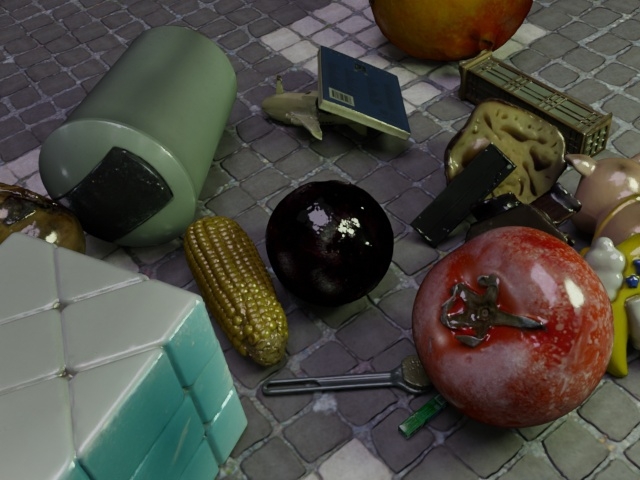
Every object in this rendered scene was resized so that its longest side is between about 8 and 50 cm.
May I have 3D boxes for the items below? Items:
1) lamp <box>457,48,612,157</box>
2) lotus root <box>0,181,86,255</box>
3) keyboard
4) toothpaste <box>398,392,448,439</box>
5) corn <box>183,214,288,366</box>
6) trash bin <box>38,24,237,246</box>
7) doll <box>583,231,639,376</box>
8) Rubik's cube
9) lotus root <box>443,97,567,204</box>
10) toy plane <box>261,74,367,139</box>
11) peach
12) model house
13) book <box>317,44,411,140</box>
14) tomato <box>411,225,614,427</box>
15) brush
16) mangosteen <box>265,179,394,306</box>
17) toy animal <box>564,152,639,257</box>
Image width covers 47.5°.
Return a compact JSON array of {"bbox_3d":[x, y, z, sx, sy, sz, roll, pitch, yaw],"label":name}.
[{"bbox_3d":[0.417,-0.270,1.446,0.090,0.089,0.325,-32,51,-21],"label":"lamp"},{"bbox_3d":[-0.509,-0.001,1.187,0.272,0.272,0.192,29,81,31],"label":"lotus root"},{"bbox_3d":[0.244,-0.075,1.245,0.063,0.010,0.198,44,103,-1],"label":"keyboard"},{"bbox_3d":[0.148,0.250,1.040,0.083,0.017,0.020,-33,53,-21],"label":"toothpaste"},{"bbox_3d":[-0.139,0.070,1.192,0.119,0.119,0.322,-24,53,-14],"label":"corn"},{"bbox_3d":[-0.326,-0.193,1.362,0.280,0.280,0.432,3,44,11],"label":"trash bin"},{"bbox_3d":[0.498,0.089,1.035,0.237,0.111,0.252,-11,88,8],"label":"doll"},{"bbox_3d":[-0.323,0.230,0.925,0.318,0.316,0.322,16,50,22],"label":"Rubik's cube"},{"bbox_3d":[0.319,-0.148,1.315,0.188,0.199,0.180,33,10,-1],"label":"lotus root"},{"bbox_3d":[-0.005,-0.276,1.516,0.256,0.104,0.242,17,36,15],"label":"toy plane"},{"bbox_3d":[0.290,-0.562,1.604,0.372,0.290,0.373,-3,48,4],"label":"peach"},{"bbox_3d":[0.323,-0.010,1.164,0.203,0.141,0.164,-17,3,40],"label":"model house"},{"bbox_3d":[0.084,-0.307,1.490,0.190,0.025,0.269,18,34,-15],"label":"book"},{"bbox_3d":[0.267,0.123,0.996,0.270,0.227,0.270,-19,60,35],"label":"tomato"},{"bbox_3d":[0.041,0.209,1.088,0.266,0.027,0.062,-6,46,3],"label":"brush"},{"bbox_3d":[0.000,0.000,1.195,0.211,0.211,0.250,-32,19,-21],"label":"mangosteen"},{"bbox_3d":[0.493,-0.026,1.173,0.165,0.149,0.248,0,56,-14],"label":"toy animal"}]
